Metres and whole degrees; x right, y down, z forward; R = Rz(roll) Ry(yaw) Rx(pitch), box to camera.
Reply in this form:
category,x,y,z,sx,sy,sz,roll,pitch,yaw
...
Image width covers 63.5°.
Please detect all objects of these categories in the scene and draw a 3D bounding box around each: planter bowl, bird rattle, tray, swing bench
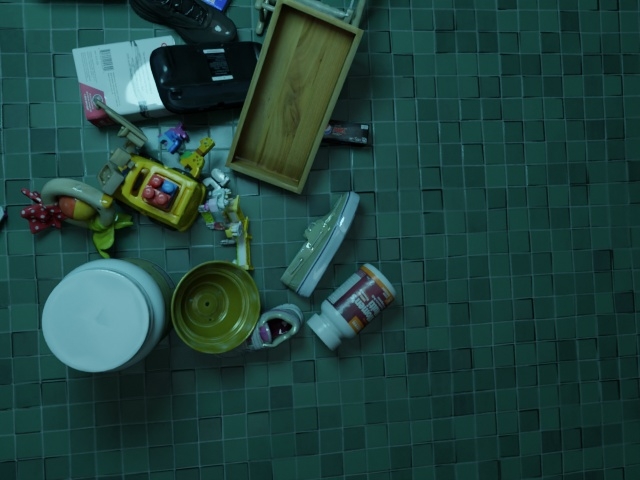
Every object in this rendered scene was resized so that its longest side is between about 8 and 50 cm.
category,x,y,z,sx,sy,sz,roll,pitch,yaw
planter bowl,-0.260,0.155,1.239,0.217,0.090,0.218,1,89,-30
bird rattle,-0.570,-0.081,1.210,0.253,0.207,0.143,28,53,-10
tray,-0.070,-0.339,1.246,0.202,0.076,0.411,19,113,-9
swing bench,-0.009,-0.624,1.303,0.253,0.165,0.255,18,86,-6

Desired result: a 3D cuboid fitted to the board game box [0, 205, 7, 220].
category,x,y,z,sx,sy,sz,roll,pitch,yaw
board game box,-1.012,0.007,1.217,0.389,0.050,0.390,28,85,-6

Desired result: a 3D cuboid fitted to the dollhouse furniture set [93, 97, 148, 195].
category,x,y,z,sx,sy,sz,roll,pitch,yaw
dollhouse furniture set,-0.489,-0.213,1.163,0.123,0.144,0.151,37,91,-36

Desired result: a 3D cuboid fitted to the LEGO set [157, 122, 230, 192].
category,x,y,z,sx,sy,sz,roll,pitch,yaw
LEGO set,-0.304,-0.220,1.264,0.227,0.087,0.093,44,91,9

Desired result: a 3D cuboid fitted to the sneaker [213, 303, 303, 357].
category,x,y,z,sx,sy,sz,roll,pitch,yaw
sneaker,-0.161,0.227,1.295,0.252,0.111,0.103,-21,92,-7

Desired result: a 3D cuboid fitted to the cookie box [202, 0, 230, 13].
category,x,y,z,sx,sy,sz,roll,pitch,yaw
cookie box,-0.270,-0.651,1.330,0.091,0.040,0.107,28,85,-7

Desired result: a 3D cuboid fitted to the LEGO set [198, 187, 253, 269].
category,x,y,z,sx,sy,sz,roll,pitch,yaw
LEGO set,-0.239,0.001,1.296,0.106,0.132,0.287,-4,119,8

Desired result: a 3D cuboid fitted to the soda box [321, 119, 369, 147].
category,x,y,z,sx,sy,sz,roll,pitch,yaw
soda box,0.040,-0.284,1.356,0.168,0.060,0.054,6,91,-8

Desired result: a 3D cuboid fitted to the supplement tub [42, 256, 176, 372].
category,x,y,z,sx,sy,sz,roll,pitch,yaw
supplement tub,-0.451,0.157,1.150,0.235,0.325,0.236,0,89,-8

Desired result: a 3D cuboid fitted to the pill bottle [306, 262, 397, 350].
category,x,y,z,sx,sy,sz,roll,pitch,yaw
pill bottle,0.079,0.172,1.323,0.221,0.121,0.121,-42,94,-6

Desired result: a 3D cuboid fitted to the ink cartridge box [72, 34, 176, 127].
category,x,y,z,sx,sy,sz,roll,pitch,yaw
ink cartridge box,-0.458,-0.389,1.271,0.237,0.100,0.172,-11,92,-7

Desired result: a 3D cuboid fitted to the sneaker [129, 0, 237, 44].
category,x,y,z,sx,sy,sz,roll,pitch,yaw
sneaker,-0.345,-0.567,1.276,0.286,0.130,0.109,20,85,-8

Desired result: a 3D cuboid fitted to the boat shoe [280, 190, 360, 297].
category,x,y,z,sx,sy,sz,roll,pitch,yaw
boat shoe,0.000,0.000,1.325,0.094,0.109,0.303,29,88,-4

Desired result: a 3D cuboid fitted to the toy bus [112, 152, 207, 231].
category,x,y,z,sx,sy,sz,roll,pitch,yaw
toy bus,-0.398,-0.121,1.221,0.220,0.211,0.150,26,87,-5

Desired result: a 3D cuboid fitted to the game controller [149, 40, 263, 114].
category,x,y,z,sx,sy,sz,roll,pitch,yaw
game controller,-0.250,-0.405,1.268,0.319,0.067,0.167,-17,81,-33
